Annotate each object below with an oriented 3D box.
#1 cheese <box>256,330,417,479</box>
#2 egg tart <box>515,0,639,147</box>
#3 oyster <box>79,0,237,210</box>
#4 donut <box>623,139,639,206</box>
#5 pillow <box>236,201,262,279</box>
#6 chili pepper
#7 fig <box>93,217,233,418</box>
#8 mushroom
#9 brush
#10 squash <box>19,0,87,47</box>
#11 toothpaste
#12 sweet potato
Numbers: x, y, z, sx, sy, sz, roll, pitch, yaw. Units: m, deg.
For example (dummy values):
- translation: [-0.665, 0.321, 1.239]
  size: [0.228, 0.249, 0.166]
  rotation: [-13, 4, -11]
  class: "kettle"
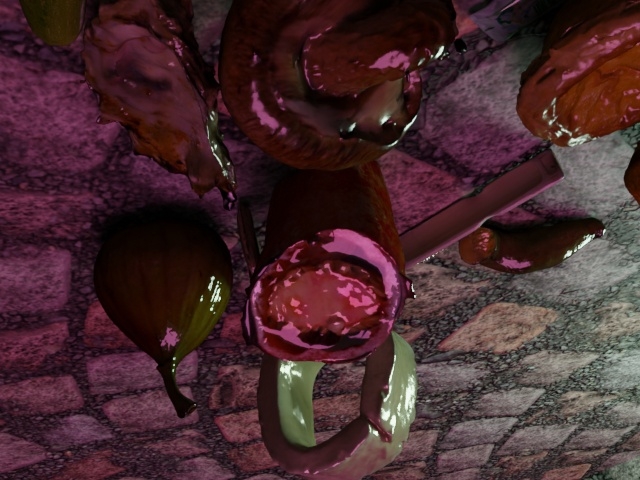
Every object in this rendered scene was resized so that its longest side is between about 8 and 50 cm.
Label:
- translation: [0.033, 0.300, 1.613]
  size: [0.292, 0.332, 0.153]
  rotation: [-12, 150, 25]
  class: "cheese"
- translation: [0.397, -0.244, 1.068]
  size: [0.341, 0.129, 0.341]
  rotation: [-15, 156, -7]
  class: "egg tart"
- translation: [-0.196, -0.191, 0.981]
  size: [0.221, 0.096, 0.361]
  rotation: [20, 149, 22]
  class: "oyster"
- translation: [0.572, -0.145, 1.194]
  size: [0.330, 0.160, 0.330]
  rotation: [-43, 169, -10]
  class: "donut"
- translation: [-0.106, 0.039, 1.357]
  size: [0.034, 0.135, 0.211]
  rotation: [-11, 145, -2]
  class: "pillow"
- translation: [0.000, 0.000, 1.222]
  size: [0.229, 0.305, 0.251]
  rotation: [2, 133, -6]
  class: "chili pepper"
- translation: [-0.231, 0.118, 1.266]
  size: [0.217, 0.321, 0.217]
  rotation: [-8, 142, -6]
  class: "fig"
- translation: [0.020, -0.210, 0.954]
  size: [0.283, 0.195, 0.263]
  rotation: [-12, 112, -7]
  class: "mushroom"
- translation: [0.267, -0.047, 1.413]
  size: [0.321, 0.060, 0.050]
  rotation: [-33, 154, 30]
  class: "brush"
- translation: [-0.263, -0.307, 0.826]
  size: [0.082, 0.082, 0.292]
  rotation: [3, 145, -21]
  class: "squash"
- translation: [0.318, -0.335, 1.003]
  size: [0.297, 0.048, 0.074]
  rotation: [-31, 143, 32]
  class: "toothpaste"
- translation: [0.383, 0.009, 1.506]
  size: [0.285, 0.085, 0.112]
  rotation: [-4, 142, -12]
  class: "sweet potato"
